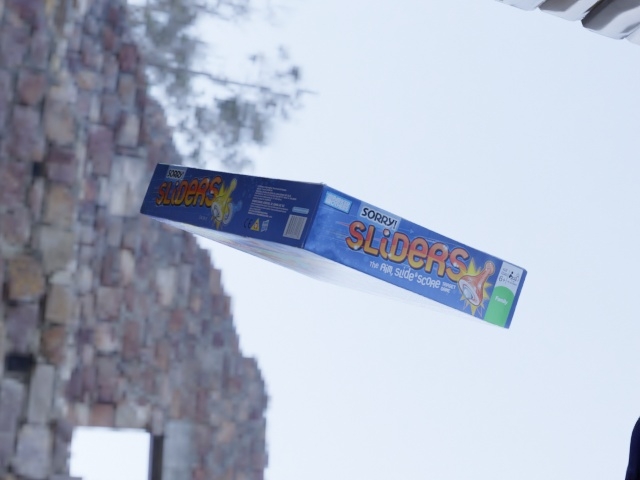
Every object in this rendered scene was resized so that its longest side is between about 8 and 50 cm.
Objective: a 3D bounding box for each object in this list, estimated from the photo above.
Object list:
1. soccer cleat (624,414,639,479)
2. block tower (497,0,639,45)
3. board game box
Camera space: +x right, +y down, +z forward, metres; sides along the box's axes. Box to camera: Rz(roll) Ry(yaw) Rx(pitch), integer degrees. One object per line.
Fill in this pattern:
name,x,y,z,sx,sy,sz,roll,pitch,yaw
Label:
soccer cleat,0.340,0.131,1.166,0.093,0.121,0.289,21,-75,40
block tower,0.058,-0.135,0.387,0.097,0.335,0.091,142,-40,-62
board game box,0.000,0.000,0.730,0.201,0.136,0.035,12,-99,59
